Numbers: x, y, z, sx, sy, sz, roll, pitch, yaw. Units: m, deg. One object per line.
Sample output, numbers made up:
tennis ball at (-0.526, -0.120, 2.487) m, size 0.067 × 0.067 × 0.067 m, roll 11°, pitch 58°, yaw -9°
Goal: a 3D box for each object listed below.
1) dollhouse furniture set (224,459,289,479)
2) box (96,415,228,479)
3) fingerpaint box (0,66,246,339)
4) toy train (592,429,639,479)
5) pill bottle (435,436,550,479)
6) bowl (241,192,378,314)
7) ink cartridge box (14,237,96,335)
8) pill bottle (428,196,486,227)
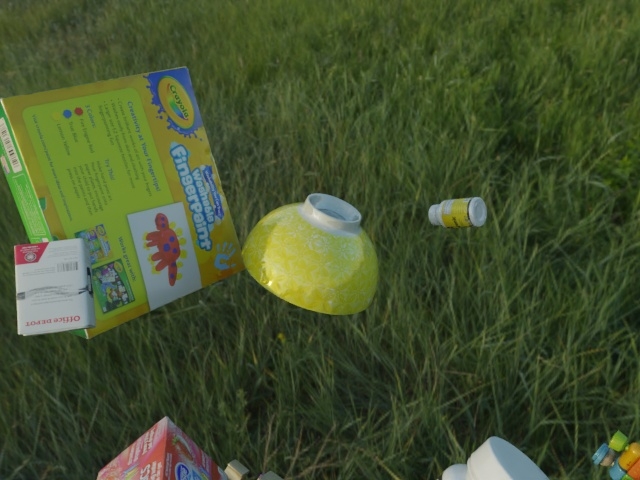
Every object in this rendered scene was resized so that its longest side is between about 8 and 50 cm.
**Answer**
dollhouse furniture set at (-0.254, 0.586, 1.362) m, size 0.303 × 0.198 × 0.287 m, roll 30°, pitch 89°, yaw 20°
box at (-0.182, 0.336, 0.664) m, size 0.122 × 0.128 × 0.257 m, roll -38°, pitch 18°, yaw -2°
fingerpaint box at (-0.394, -0.087, 1.192) m, size 0.371 × 0.445 × 0.163 m, roll -25°, pitch 15°, yaw -37°
toy train at (0.741, 0.495, 1.369) m, size 0.143 × 0.248 × 0.105 m, roll 36°, pitch 53°, yaw 29°
pill bottle at (0.147, 0.314, 0.614) m, size 0.119 × 0.209 × 0.119 m, roll 35°, pitch 13°, yaw -9°
bowl at (0.000, 0.000, 1.176) m, size 0.289 × 0.156 × 0.289 m, roll 18°, pitch 24°, yaw -8°
ink cartridge box at (-0.444, 0.080, 0.990) m, size 0.109 × 0.063 × 0.151 m, roll -6°, pitch 79°, yaw -10°
pill bottle at (0.300, -0.060, 1.301) m, size 0.116 × 0.065 × 0.065 m, roll -2°, pitch 28°, yaw 45°
